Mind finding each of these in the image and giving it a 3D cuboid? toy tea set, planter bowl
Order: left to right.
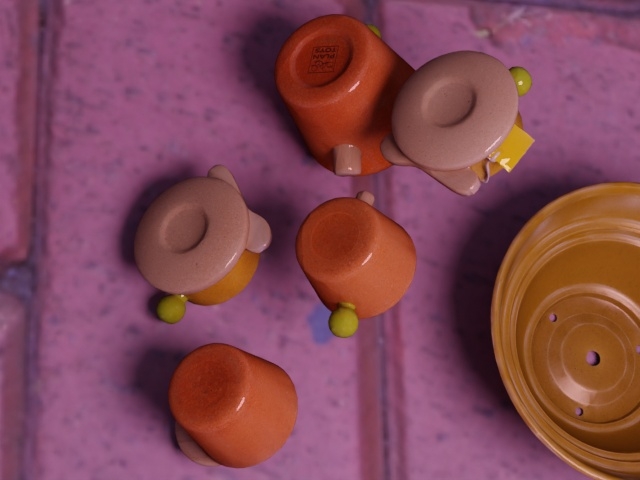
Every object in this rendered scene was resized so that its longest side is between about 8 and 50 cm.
[{"bbox_3d":[0.000,0.000,1.019,0.200,0.124,0.336,37,85,35],"label":"toy tea set"},{"bbox_3d":[0.208,0.075,1.056,0.217,0.090,0.217,4,72,-13],"label":"planter bowl"}]
